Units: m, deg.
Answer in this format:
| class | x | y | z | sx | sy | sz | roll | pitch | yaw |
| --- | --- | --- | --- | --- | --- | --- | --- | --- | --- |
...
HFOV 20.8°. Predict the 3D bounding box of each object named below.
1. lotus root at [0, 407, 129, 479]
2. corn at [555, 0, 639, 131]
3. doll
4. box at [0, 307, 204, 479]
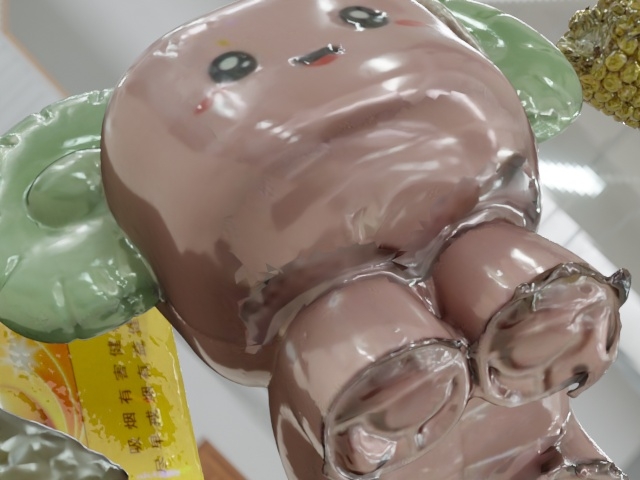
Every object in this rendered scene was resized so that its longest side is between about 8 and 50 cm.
| class | x | y | z | sx | sy | sz | roll | pitch | yaw |
| --- | --- | --- | --- | --- | --- | --- | --- | --- | --- |
| lotus root | -0.155 | 0.227 | 0.741 | 0.316 | 0.316 | 0.250 | 37 | -40 | 37 |
| corn | 0.288 | -0.091 | 1.130 | 0.293 | 0.106 | 0.106 | 19 | -2 | -18 |
| doll | 0.000 | 0.000 | 0.747 | 0.268 | 0.284 | 0.216 | 52 | -23 | 46 |
| box | -0.189 | 0.095 | 1.054 | 0.269 | 0.043 | 0.152 | 3 | 68 | -48 |
